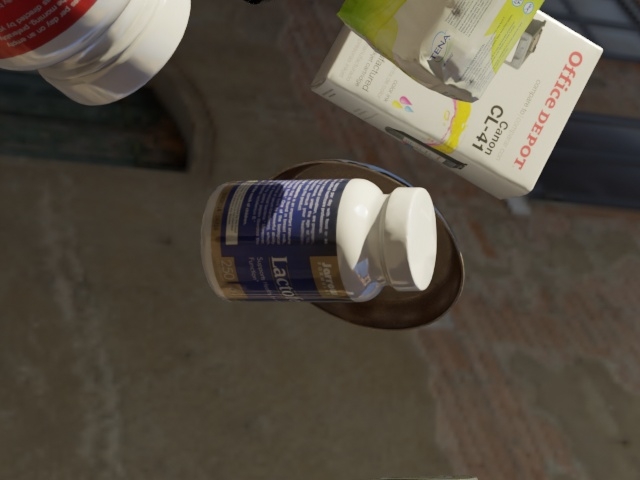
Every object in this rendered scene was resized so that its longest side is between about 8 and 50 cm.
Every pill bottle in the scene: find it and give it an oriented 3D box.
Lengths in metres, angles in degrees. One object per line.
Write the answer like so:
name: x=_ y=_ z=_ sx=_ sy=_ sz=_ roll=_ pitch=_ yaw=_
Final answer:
pill bottle: x=-0.308 y=-0.307 z=1.346 sx=0.229 sy=0.408 sz=0.229 roll=-18 pitch=-128 yaw=26
pill bottle: x=0.000 y=0.000 z=1.756 sx=0.153 sy=0.265 sz=0.153 roll=-1 pitch=90 yaw=-69

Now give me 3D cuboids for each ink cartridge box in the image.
ink cartridge box: x=0.175 y=-0.223 z=1.868 sx=0.226 sy=0.306 sz=0.131 roll=-62 pitch=-173 yaw=-4

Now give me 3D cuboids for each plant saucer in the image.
plant saucer: x=0.057 y=-0.001 z=1.990 sx=0.050 sy=0.311 sz=0.310 roll=-59 pitch=179 yaw=-42

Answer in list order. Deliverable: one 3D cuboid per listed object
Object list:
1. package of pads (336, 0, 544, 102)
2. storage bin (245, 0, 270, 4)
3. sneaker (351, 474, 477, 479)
package of pads: x=0.140 y=-0.285 z=1.547 sx=0.229 sy=0.101 sz=0.296 roll=-58 pitch=-158 yaw=8
storage bin: x=-0.107 y=-0.405 z=1.931 sx=0.180 sy=0.084 sz=0.122 roll=32 pitch=-56 yaw=29
sneaker: x=0.096 y=0.399 z=1.874 sx=0.296 sy=0.124 sz=0.178 roll=-13 pitch=-103 yaw=51
